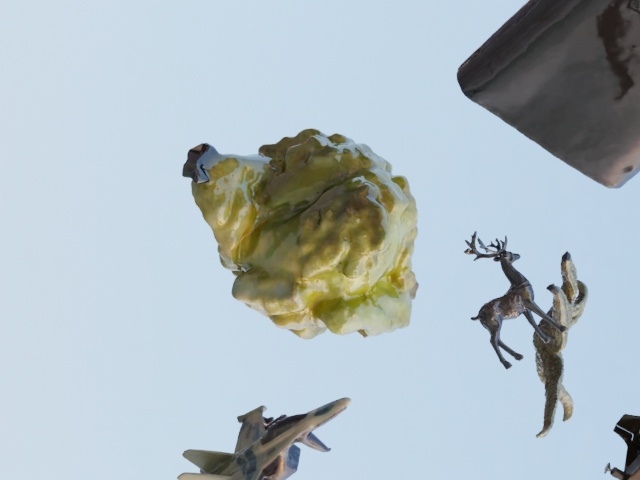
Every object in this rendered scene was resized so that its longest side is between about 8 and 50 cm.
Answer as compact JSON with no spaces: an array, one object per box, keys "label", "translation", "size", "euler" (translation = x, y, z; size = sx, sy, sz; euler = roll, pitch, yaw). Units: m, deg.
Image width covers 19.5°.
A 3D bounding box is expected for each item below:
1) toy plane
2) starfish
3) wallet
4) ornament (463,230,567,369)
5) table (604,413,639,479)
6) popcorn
[{"label":"toy plane","translation":[-0.052,0.241,2.079],"size":[0.262,0.088,0.192],"euler":[-25,-146,29]},{"label":"starfish","translation":[0.233,0.106,1.842],"size":[0.217,0.050,0.223],"euler":[-78,162,-44]},{"label":"wallet","translation":[0.332,-0.216,1.855],"size":[0.406,0.228,0.062],"euler":[-43,-158,47]},{"label":"ornament","translation":[0.167,0.050,1.724],"size":[0.125,0.073,0.028],"euler":[59,-11,4]},{"label":"table","translation":[0.285,0.172,1.513],"size":[0.083,0.082,0.070],"euler":[-58,-174,44]},{"label":"popcorn","translation":[0.001,0.006,2.314],"size":[0.237,0.293,0.293],"euler":[89,-20,-45]}]
